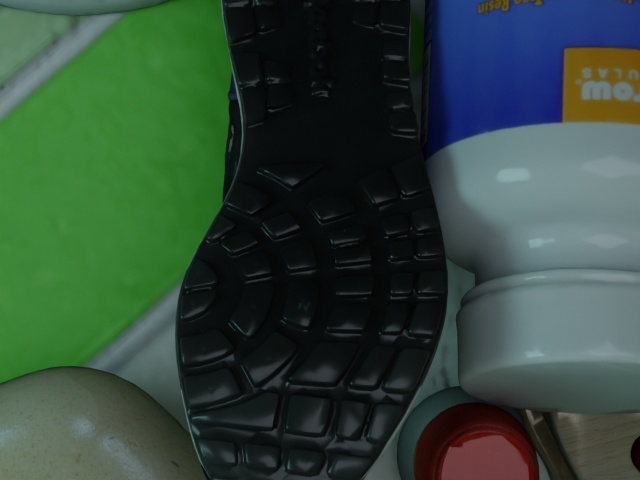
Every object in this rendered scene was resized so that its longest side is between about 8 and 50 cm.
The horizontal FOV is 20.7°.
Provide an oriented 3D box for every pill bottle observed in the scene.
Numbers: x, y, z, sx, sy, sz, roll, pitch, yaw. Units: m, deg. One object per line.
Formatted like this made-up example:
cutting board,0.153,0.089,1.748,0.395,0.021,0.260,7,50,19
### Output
pill bottle,0.121,-0.066,0.788,0.152,0.152,0.272,6,72,-9

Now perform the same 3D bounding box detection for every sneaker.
sneaker,0.000,0.000,0.775,0.107,0.124,0.283,5,61,1

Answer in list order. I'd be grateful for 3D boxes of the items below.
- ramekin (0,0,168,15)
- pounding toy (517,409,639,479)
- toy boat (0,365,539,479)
ramekin,-0.111,-0.248,0.792,0.277,0.135,0.277,0,89,-10
pounding toy,0.239,0.083,0.834,0.270,0.155,0.154,-3,94,-9
toy boat,-0.041,0.162,0.809,0.318,0.148,0.267,-27,89,-1
